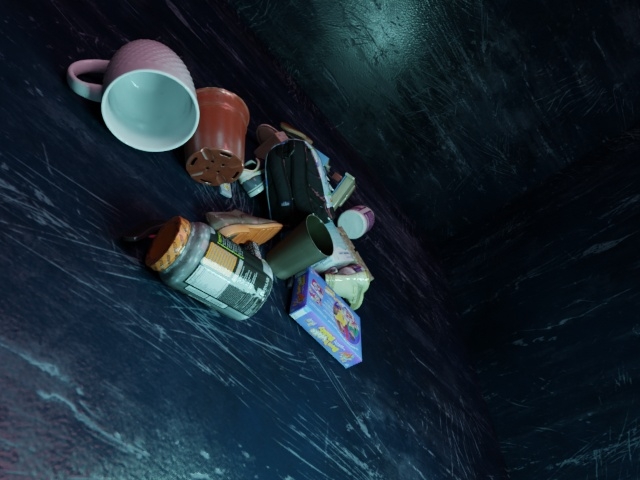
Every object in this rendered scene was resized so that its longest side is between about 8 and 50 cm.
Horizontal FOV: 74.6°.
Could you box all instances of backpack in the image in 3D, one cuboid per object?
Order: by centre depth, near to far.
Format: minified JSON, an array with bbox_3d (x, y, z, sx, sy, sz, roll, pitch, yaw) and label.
[{"bbox_3d":[-0.098,-0.241,1.745,0.273,0.290,0.355,-57,132,-68],"label":"backpack"}]

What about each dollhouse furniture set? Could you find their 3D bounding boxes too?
[{"bbox_3d":[-0.016,-0.278,1.971,0.303,0.198,0.286,37,1,6],"label":"dollhouse furniture set"}]

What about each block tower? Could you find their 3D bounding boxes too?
[{"bbox_3d":[0.137,0.081,2.135,0.335,0.091,0.097,58,24,9],"label":"block tower"}]

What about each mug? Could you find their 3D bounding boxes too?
[{"bbox_3d":[-0.595,-0.496,1.345,0.374,0.276,0.328,1,45,-25],"label":"mug"}]

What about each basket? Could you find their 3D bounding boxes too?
[{"bbox_3d":[-0.084,0.039,1.594,0.154,0.227,0.204,40,27,-31],"label":"basket"}]

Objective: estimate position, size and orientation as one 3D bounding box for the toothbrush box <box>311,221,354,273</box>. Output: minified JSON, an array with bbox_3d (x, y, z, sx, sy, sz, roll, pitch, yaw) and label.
[{"bbox_3d":[0.000,0.000,1.934,0.295,0.126,0.216,60,23,14],"label":"toothbrush box"}]

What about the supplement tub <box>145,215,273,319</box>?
[{"bbox_3d":[-0.303,0.077,1.169,0.316,0.193,0.193,38,28,-34],"label":"supplement tub"}]

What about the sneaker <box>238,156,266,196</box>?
[{"bbox_3d":[-0.264,-0.310,1.849,0.127,0.126,0.321,54,24,-16],"label":"sneaker"}]

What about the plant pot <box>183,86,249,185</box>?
[{"bbox_3d":[-0.391,-0.363,1.545,0.272,0.272,0.265,28,43,-46],"label":"plant pot"}]

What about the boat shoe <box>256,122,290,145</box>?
[{"bbox_3d":[-0.223,-0.514,2.203,0.340,0.127,0.113,32,31,-46],"label":"boat shoe"}]

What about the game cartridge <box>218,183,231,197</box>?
[{"bbox_3d":[-0.375,-0.208,1.641,0.056,0.017,0.083,26,36,-42],"label":"game cartridge"}]

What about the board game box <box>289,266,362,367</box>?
[{"bbox_3d":[0.029,0.294,1.627,0.347,0.078,0.233,48,23,-24],"label":"board game box"}]

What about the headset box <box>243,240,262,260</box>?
[{"bbox_3d":[-0.243,0.055,1.479,0.032,0.062,0.083,21,39,-51],"label":"headset box"}]

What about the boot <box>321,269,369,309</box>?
[{"bbox_3d":[0.086,0.221,1.809,0.203,0.262,0.095,-2,55,-14],"label":"boot"}]

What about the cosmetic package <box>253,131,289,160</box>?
[{"bbox_3d":[-0.165,-0.363,2.071,0.309,0.160,0.113,52,25,-3],"label":"cosmetic package"}]

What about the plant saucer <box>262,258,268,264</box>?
[{"bbox_3d":[-0.215,0.101,1.530,0.083,0.015,0.083,42,26,-26],"label":"plant saucer"}]

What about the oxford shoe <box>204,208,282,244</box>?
[{"bbox_3d":[-0.265,-0.060,1.518,0.132,0.130,0.364,54,22,15],"label":"oxford shoe"}]

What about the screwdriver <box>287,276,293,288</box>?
[{"bbox_3d":[-0.112,0.144,1.672,0.170,0.024,0.025,-76,157,-69],"label":"screwdriver"}]

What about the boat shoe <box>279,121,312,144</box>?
[{"bbox_3d":[-0.154,-0.573,2.414,0.123,0.123,0.342,34,9,15],"label":"boat shoe"}]

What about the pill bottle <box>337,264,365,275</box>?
[{"bbox_3d":[0.138,0.175,1.983,0.108,0.108,0.193,59,23,10],"label":"pill bottle"}]

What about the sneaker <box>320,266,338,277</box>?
[{"bbox_3d":[0.049,0.157,1.826,0.057,0.119,0.047,42,54,-10],"label":"sneaker"}]

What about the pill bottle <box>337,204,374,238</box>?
[{"bbox_3d":[0.219,-0.115,2.454,0.169,0.169,0.301,56,24,2],"label":"pill bottle"}]

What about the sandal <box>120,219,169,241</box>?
[{"bbox_3d":[-0.476,-0.020,1.150,0.179,0.067,0.040,-55,148,-66],"label":"sandal"}]
